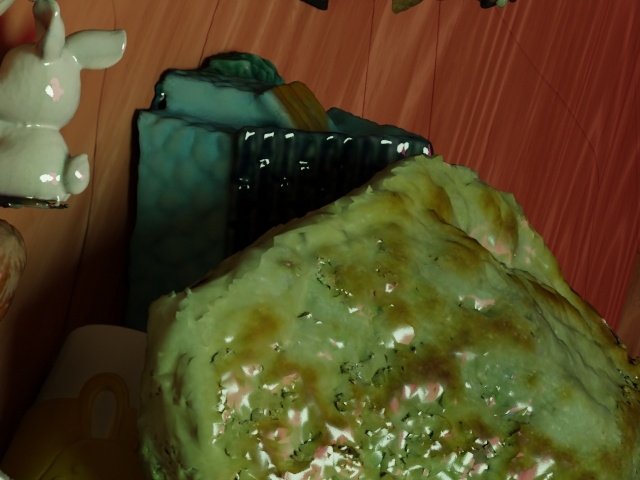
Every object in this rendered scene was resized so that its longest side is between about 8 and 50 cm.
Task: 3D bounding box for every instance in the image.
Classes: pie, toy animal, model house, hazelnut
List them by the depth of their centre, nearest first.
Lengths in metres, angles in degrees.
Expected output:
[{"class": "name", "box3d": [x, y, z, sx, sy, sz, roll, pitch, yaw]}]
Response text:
[{"class": "hazelnut", "box3d": [-0.213, 0.019, 1.019, 0.086, 0.086, 0.086, 10, 90, -69]}, {"class": "toy animal", "box3d": [-0.179, -0.081, 1.076, 0.071, 0.085, 0.124, 11, 83, -51]}, {"class": "pie", "box3d": [0.091, 0.136, 1.127, 0.418, 0.180, 0.395, 52, 46, -9]}, {"class": "model house", "box3d": [0.000, 0.000, 1.335, 0.226, 0.241, 0.261, -22, 119, -63]}]

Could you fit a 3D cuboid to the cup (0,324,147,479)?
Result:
[{"class": "cup", "box3d": [-0.115, 0.200, 1.146, 0.226, 0.241, 0.185, -59, 165, -29]}]

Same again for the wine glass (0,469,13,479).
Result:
[{"class": "wine glass", "box3d": [-0.247, 0.232, 0.993, 0.103, 0.103, 0.222, 71, 37, -51]}]

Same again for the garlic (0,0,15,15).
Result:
[{"class": "garlic", "box3d": [-0.190, -0.209, 0.695, 0.317, 0.259, 0.317, 176, -90, -77]}]

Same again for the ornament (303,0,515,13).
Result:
[{"class": "ornament", "box3d": [0.074, -0.235, 1.478, 0.081, 0.203, 0.088, 7, 95, -61]}]
